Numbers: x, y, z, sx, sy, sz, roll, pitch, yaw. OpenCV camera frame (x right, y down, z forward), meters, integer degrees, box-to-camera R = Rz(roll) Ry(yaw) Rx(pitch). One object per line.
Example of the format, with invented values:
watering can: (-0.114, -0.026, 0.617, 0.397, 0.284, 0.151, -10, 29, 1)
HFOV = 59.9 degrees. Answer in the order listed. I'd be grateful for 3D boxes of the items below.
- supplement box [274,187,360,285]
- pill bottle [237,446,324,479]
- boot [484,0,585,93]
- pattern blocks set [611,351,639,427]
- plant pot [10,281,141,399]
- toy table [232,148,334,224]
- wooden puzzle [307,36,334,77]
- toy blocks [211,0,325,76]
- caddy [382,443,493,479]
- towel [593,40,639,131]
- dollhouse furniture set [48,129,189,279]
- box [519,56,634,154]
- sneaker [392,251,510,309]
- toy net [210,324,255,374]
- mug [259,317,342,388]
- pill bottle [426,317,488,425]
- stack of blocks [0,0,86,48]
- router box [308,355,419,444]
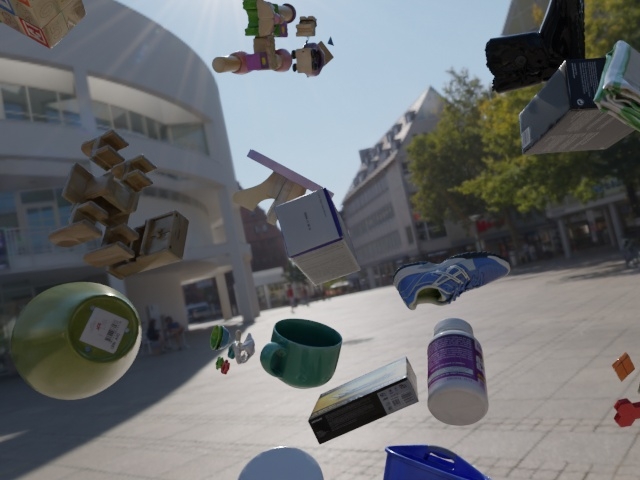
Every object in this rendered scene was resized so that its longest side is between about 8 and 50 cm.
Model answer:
supplement box: (0.000, 0.000, 1.126, 0.114, 0.111, 0.220, -21, -23, 7)
pill bottle: (-0.036, 0.355, 0.664, 0.119, 0.208, 0.119, -4, 32, 3)
boot: (0.465, -0.450, 1.222, 0.207, 0.246, 0.094, 4, 33, 33)
pattern blocks set: (0.814, 0.295, 1.267, 0.286, 0.324, 0.026, -9, 27, 4)
plant pot: (-0.501, 0.203, 1.204, 0.275, 0.274, 0.294, -8, -9, -36)
toy table: (-0.116, -0.133, 1.627, 0.274, 0.160, 0.252, 27, 4, 3)
wooden puzzle: (-0.006, -0.527, 1.594, 0.116, 0.014, 0.078, -35, -43, 4)
toy blocks: (-0.109, -0.585, 1.472, 0.309, 0.288, 0.260, 6, 21, 23)
caddy: (0.347, 0.709, 1.661, 0.342, 0.179, 0.241, 10, -11, 31)
towel: (0.514, -0.145, 0.714, 0.248, 0.325, 0.038, -48, -13, -49)
dollhouse furniture set: (-0.395, -0.041, 1.049, 0.161, 0.212, 0.242, -15, -37, 23)
box: (0.526, -0.257, 1.091, 0.185, 0.103, 0.261, -2, -9, 1)
sneaker: (0.243, 0.079, 1.017, 0.211, 0.081, 0.080, -14, -47, 7)
toy net: (-0.233, 0.285, 1.422, 0.045, 0.122, 0.232, 19, -13, -26)
mug: (-0.044, 0.212, 1.023, 0.158, 0.097, 0.129, 7, 14, -17)
pill bottle: (0.396, 0.372, 1.627, 0.169, 0.169, 0.301, -14, 31, 19)
stack of blocks: (-0.431, -0.408, 0.707, 0.171, 0.087, 0.297, 30, -22, 4)
router box: (0.132, 0.463, 1.635, 0.309, 0.080, 0.243, -26, -2, 8)
